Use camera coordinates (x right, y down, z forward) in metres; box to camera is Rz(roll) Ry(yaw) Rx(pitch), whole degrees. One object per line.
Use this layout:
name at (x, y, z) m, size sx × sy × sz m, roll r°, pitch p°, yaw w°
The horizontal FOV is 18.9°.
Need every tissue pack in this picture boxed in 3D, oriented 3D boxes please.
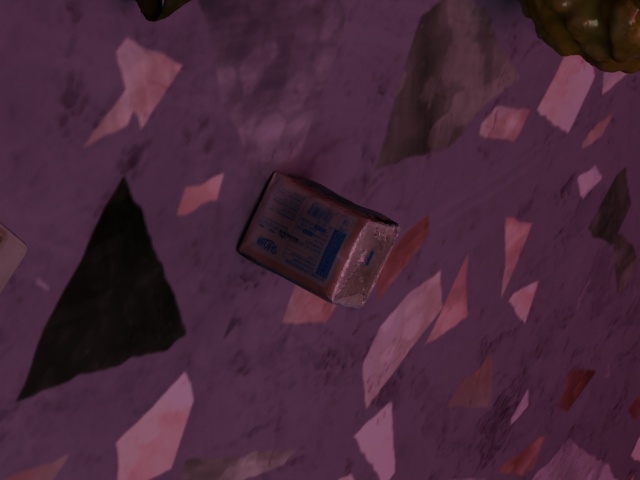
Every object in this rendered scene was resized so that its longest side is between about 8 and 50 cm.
tissue pack at (0.000, 0.000, 1.389) m, size 0.059 × 0.094 × 0.074 m, roll 19°, pitch 99°, yaw -58°

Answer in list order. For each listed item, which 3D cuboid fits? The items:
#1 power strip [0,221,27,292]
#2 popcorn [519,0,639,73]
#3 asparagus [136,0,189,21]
power strip at (-0.259, -0.052, 0.959) m, size 0.058 × 0.098 × 0.338 m, roll -55°, pitch 150°, yaw -9°
popcorn at (0.282, -0.227, 1.465) m, size 0.237 × 0.251 × 0.206 m, roll -35°, pitch 136°, yaw -42°
asparagus at (-0.051, -0.190, 1.205) m, size 0.178 × 0.045 × 0.041 m, roll -35°, pitch 174°, yaw -37°
